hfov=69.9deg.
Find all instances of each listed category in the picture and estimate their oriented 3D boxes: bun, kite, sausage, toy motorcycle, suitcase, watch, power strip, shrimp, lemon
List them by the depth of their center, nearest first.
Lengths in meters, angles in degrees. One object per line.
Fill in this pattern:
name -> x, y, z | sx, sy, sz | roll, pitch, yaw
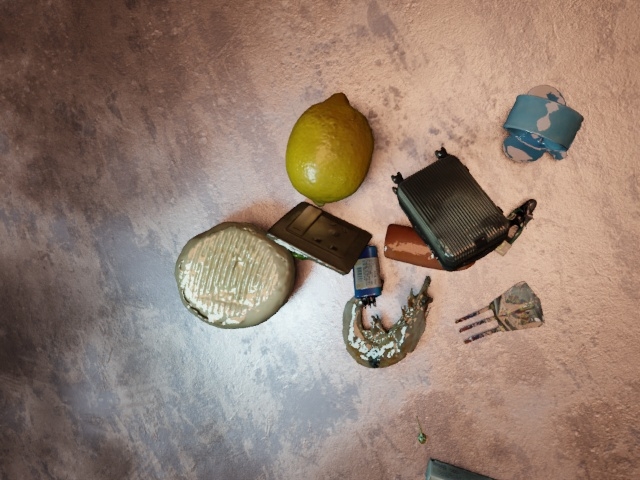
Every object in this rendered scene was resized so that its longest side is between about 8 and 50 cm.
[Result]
watch -> 0.574, -0.295, 1.169 | 0.211, 0.193, 0.211 | 2, 97, 16
suitcase -> 0.339, -0.083, 1.225 | 0.202, 0.128, 0.312 | -29, 66, -1
toy motorcycle -> 0.535, -0.041, 1.255 | 0.058, 0.100, 0.173 | 36, 104, 8
lemon -> 0.027, -0.252, 1.286 | 0.245, 0.245, 0.320 | 14, 97, 12
sausage -> 0.313, 0.025, 1.312 | 0.259, 0.113, 0.114 | 12, 99, 14
power strip -> -0.002, 0.000, 1.329 | 0.251, 0.257, 0.092 | 32, 125, 7
kite -> 0.518, 0.222, 1.330 | 0.245, 0.015, 0.141 | -25, 88, 12
shrimp -> 0.203, 0.231, 1.385 | 0.247, 0.085, 0.360 | 42, 108, 13
bun -> -0.258, 0.102, 1.417 | 0.359, 0.211, 0.360 | 0, 96, 2

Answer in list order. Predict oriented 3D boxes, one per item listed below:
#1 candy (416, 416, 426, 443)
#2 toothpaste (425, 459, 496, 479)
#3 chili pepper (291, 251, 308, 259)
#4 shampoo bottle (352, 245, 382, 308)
candy -> 0.308, 0.589, 1.423 | 0.023, 0.025, 0.083 | -14, 83, -13
toothpaste -> 0.471, 0.748, 1.362 | 0.312, 0.089, 0.071 | 14, 104, 12
chili pepper -> -0.008, 0.046, 1.402 | 0.182, 0.073, 0.050 | 15, 102, -24
shampoo bottle -> 0.138, 0.111, 1.367 | 0.087, 0.050, 0.183 | -12, 73, 29
